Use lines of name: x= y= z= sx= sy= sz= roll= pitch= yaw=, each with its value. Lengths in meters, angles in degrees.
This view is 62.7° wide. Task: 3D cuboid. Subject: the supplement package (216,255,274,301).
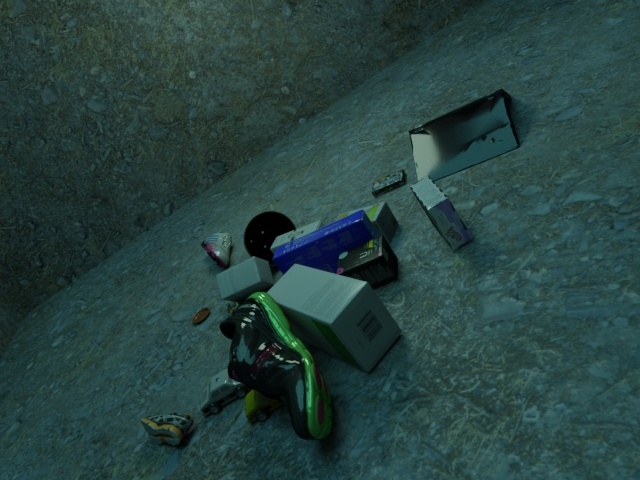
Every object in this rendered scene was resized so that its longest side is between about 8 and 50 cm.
supplement package: x=-0.283 y=0.149 z=1.983 sx=0.179 sy=0.105 sz=0.105 roll=-25 pitch=67 yaw=19

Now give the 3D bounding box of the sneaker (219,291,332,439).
sneaker: x=-0.120 y=0.329 z=1.325 sx=0.202 sy=0.185 sz=0.483 roll=-30 pitch=37 yaw=-11

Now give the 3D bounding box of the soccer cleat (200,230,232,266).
soccer cleat: x=-0.472 y=0.022 z=2.477 sx=0.143 sy=0.116 sz=0.331 roll=-40 pitch=25 yaw=-10

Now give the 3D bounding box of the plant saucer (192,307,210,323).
plant saucer: x=-0.476 y=0.302 z=2.101 sx=0.084 sy=0.013 sz=0.083 roll=-28 pitch=25 yaw=14

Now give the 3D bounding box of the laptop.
laptop: x=0.572 y=-0.400 z=2.060 sx=0.382 sy=0.236 sz=0.408 roll=-20 pitch=0 yaw=28

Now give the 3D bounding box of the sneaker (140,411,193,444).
sneaker: x=-0.457 y=0.552 z=1.564 sx=0.215 sy=0.084 sz=0.083 roll=-6 pitch=24 yaw=41

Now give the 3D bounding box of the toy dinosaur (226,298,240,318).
toy dinosaur: x=-0.319 y=0.272 z=1.937 sx=0.092 sy=0.053 sz=0.183 roll=-47 pitch=15 yaw=9

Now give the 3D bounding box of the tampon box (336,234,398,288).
tampon box: x=0.144 y=0.079 z=1.623 sx=0.161 sy=0.101 sz=0.120 roll=-25 pitch=26 yaw=20

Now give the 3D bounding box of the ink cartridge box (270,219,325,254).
ink cartridge box: x=-0.053 y=0.033 z=1.898 sx=0.203 sy=0.148 sz=0.086 roll=-20 pitch=27 yaw=28

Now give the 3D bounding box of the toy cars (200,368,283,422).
toy cars: x=-0.213 y=0.413 z=1.484 sx=0.394 sy=0.087 sz=0.176 roll=-11 pitch=33 yaw=42

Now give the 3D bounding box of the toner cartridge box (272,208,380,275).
toner cartridge box: x=0.029 y=0.041 z=1.764 sx=0.348 sy=0.165 sz=0.075 roll=-23 pitch=27 yaw=22

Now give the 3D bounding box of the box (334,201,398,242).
box: x=0.150 y=-0.043 z=1.836 sx=0.203 sy=0.103 sz=0.114 roll=-14 pitch=31 yaw=38

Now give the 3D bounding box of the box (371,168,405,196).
box: x=0.274 y=-0.231 z=2.111 sx=0.137 sy=0.027 sz=0.094 roll=-23 pitch=26 yaw=24

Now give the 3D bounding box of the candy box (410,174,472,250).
candy box: x=0.359 y=-0.084 z=1.576 sx=0.070 sy=0.164 sz=0.196 roll=-33 pitch=25 yaw=9

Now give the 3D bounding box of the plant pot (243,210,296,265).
plant pot: x=-0.226 y=-0.003 z=2.151 sx=0.215 sy=0.215 sz=0.230 roll=-42 pitch=10 yaw=-15

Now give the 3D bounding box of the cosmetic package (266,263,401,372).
cosmetic package: x=0.022 y=0.200 z=1.449 sx=0.155 sy=0.197 sz=0.366 roll=-46 pitch=25 yaw=-21
